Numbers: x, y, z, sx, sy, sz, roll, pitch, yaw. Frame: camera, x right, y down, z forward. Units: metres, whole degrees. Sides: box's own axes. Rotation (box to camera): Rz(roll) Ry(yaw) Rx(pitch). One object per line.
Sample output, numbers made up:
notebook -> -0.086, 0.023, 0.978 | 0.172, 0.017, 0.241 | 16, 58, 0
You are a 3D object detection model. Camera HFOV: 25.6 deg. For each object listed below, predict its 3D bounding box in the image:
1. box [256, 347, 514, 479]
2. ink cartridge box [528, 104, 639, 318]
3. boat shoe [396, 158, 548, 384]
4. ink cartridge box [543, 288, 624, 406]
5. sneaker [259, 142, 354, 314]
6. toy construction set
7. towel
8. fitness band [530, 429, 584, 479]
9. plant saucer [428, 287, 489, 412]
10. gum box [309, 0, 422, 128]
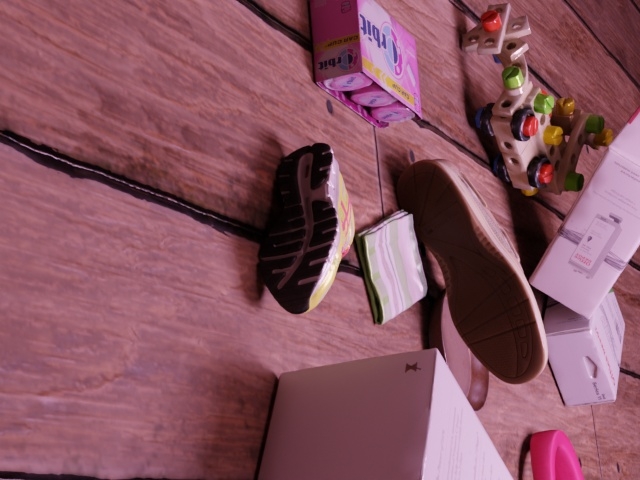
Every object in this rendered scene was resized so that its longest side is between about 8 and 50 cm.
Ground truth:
box -> 0.088, 0.300, 1.354 | 0.345, 0.168, 0.215 | 59, 31, -38
ink cartridge box -> 0.456, -0.049, 2.165 | 0.207, 0.117, 0.283 | -45, 163, -51
boat shoe -> 0.202, 0.032, 1.749 | 0.302, 0.109, 0.098 | 61, 28, 6
ink cartridge box -> 0.427, 0.147, 2.277 | 0.208, 0.087, 0.153 | -66, 138, -55
sneaker -> 0.000, 0.000, 1.407 | 0.208, 0.081, 0.094 | -79, 150, -42
toy construction set -> 0.326, -0.198, 2.136 | 0.328, 0.151, 0.215 | 52, 58, -31
towel -> 0.087, 0.030, 1.656 | 0.152, 0.023, 0.113 | -27, 103, -65
fitness band -> 0.353, 0.417, 2.041 | 0.209, 0.054, 0.291 | -53, 128, -63
plant saucer -> 0.174, 0.138, 1.793 | 0.168, 0.029, 0.168 | 39, 46, -56
gum box -> 0.058, -0.211, 1.653 | 0.188, 0.062, 0.107 | 27, 55, -60
